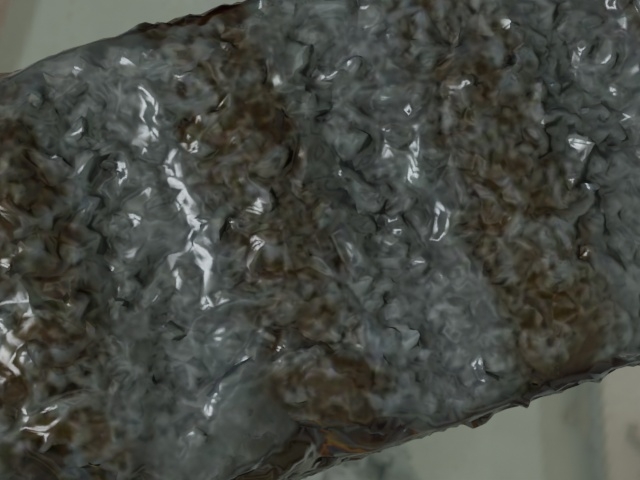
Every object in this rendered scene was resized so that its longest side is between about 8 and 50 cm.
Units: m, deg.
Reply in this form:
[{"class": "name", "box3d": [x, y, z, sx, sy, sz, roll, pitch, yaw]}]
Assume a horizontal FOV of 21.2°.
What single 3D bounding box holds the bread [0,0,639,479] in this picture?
[{"class": "bread", "box3d": [0.000, 0.000, 0.577, 0.417, 0.113, 0.165, -19, -96, -15]}]
